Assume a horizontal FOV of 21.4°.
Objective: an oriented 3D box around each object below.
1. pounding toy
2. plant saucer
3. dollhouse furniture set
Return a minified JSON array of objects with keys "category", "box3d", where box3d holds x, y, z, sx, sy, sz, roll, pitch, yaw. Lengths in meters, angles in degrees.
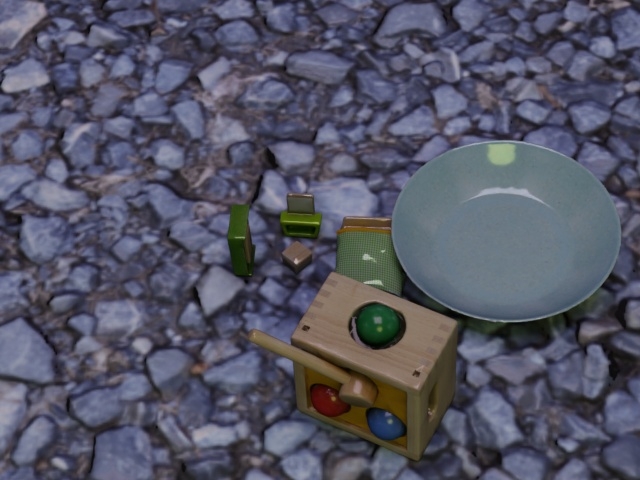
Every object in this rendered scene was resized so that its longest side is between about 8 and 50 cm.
[{"category":"pounding toy","box3d":[0.027,0.097,1.319,0.130,0.141,0.100,21,58,18]},{"category":"plant saucer","box3d":[0.158,-0.001,1.451,0.195,0.037,0.195,-1,54,2]},{"category":"dollhouse furniture set","box3d":[0.000,0.000,1.444,0.152,0.058,0.076,3,54,5]}]
